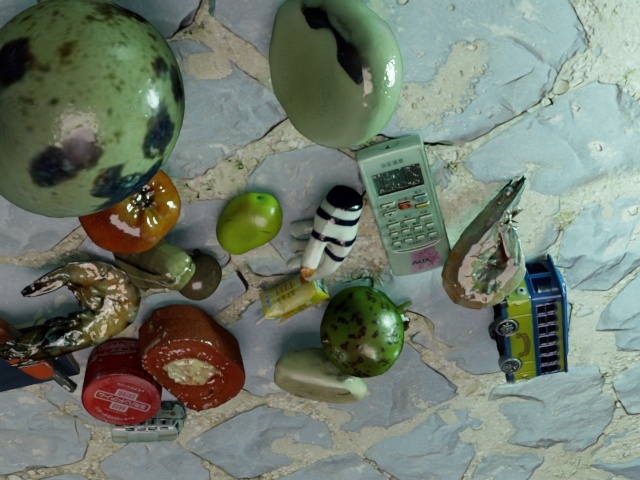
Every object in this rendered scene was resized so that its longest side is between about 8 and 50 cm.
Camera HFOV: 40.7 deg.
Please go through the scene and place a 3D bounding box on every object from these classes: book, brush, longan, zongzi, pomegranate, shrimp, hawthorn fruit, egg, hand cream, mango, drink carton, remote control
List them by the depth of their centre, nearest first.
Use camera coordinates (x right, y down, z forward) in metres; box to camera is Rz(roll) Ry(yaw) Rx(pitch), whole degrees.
[{"bbox_3d":[-0.424,-0.216,1.477,0.345,0.345,0.428,34,127,-28],"label":"egg"},{"bbox_3d":[-0.399,-0.062,1.734,0.196,0.197,0.225,32,149,-27],"label":"hawthorn fruit"},{"bbox_3d":[-0.154,-0.036,1.811,0.163,0.089,0.117,-31,125,20],"label":"mango"},{"bbox_3d":[0.184,-0.065,1.840,0.145,0.050,0.344,-16,129,8],"label":"remote control"},{"bbox_3d":[-0.345,0.074,1.855,0.194,0.099,0.197,24,145,29],"label":"zongzi"},{"bbox_3d":[0.382,0.013,1.857,0.164,0.062,0.317,28,106,0],"label":"shrimp"},{"bbox_3d":[-0.270,0.075,1.896,0.113,0.092,0.113,0,88,12],"label":"longan"},{"bbox_3d":[-0.583,0.158,1.916,0.364,0.071,0.233,-18,124,-8],"label":"shrimp"},{"bbox_3d":[-0.083,0.137,1.968,0.200,0.084,0.074,-29,149,17],"label":"drink carton"},{"bbox_3d":[0.116,0.201,1.969,0.263,0.211,0.211,-14,135,-29],"label":"pomegranate"},{"bbox_3d":[-0.693,0.260,2.009,0.070,0.051,0.323,-36,120,14],"label":"brush"},{"bbox_3d":[-0.740,0.283,2.070,0.269,0.025,0.191,-14,130,6],"label":"book"},{"bbox_3d":[-0.473,0.339,2.073,0.193,0.125,0.193,-2,129,-2],"label":"hand cream"}]

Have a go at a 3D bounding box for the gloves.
[{"bbox_3d":[0.013,-0.001,1.826,0.131,0.140,0.219,4,122,-19],"label":"gloves"}]

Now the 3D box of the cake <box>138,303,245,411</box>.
[{"bbox_3d":[-0.295,0.270,2.021,0.177,0.151,0.283,-33,126,6],"label":"cake"}]

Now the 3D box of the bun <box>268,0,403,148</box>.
[{"bbox_3d":[0.045,-0.308,1.526,0.179,0.283,0.283,-24,141,-37],"label":"bun"}]

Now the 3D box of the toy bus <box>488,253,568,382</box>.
[{"bbox_3d":[0.484,0.184,2.014,0.175,0.138,0.288,-11,130,5],"label":"toy bus"}]

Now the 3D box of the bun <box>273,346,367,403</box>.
[{"bbox_3d":[-0.002,0.318,2.079,0.237,0.116,0.210,30,152,-31],"label":"bun"}]

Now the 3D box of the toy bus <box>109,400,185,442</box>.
[{"bbox_3d":[-0.444,0.468,2.206,0.193,0.089,0.087,0,130,-6],"label":"toy bus"}]
